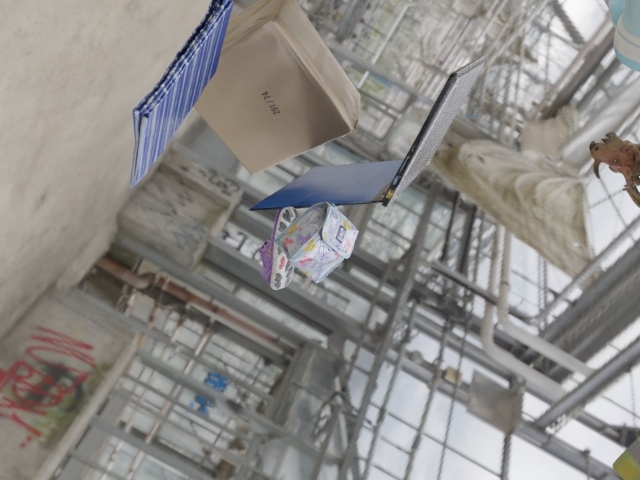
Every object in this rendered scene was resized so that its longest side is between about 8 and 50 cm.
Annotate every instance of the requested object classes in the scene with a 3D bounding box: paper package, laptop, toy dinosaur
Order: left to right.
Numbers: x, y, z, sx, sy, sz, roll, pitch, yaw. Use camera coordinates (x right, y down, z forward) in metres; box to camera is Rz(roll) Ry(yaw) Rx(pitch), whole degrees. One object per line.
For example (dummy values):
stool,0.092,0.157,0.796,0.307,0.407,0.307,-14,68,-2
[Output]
paper package,-0.120,-0.351,1.671,0.310,0.325,0.168,-21,-144,28
laptop,0.105,-0.218,1.443,0.407,0.236,0.382,-63,172,25
toy dinosaur,0.613,-0.115,1.217,0.200,0.127,0.295,-35,-152,-2

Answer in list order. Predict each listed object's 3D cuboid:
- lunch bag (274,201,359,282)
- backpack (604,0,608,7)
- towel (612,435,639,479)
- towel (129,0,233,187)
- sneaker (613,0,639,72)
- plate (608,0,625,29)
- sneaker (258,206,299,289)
lunch bag,0.000,0.000,0.874,0.083,0.071,0.053,-43,-132,2
backpack,0.665,-0.565,1.586,0.115,0.181,0.152,-31,161,35
towel,0.442,0.307,0.996,0.060,0.009,0.083,54,-51,40
towel,-0.265,-0.282,1.354,0.336,0.040,0.243,-64,-177,-30
sneaker,0.407,-0.321,0.701,0.319,0.127,0.208,-47,145,-25
plate,0.568,-0.388,1.185,0.024,0.188,0.188,-51,179,-33
sneaker,-0.086,0.011,1.360,0.068,0.071,0.169,-18,130,-47
